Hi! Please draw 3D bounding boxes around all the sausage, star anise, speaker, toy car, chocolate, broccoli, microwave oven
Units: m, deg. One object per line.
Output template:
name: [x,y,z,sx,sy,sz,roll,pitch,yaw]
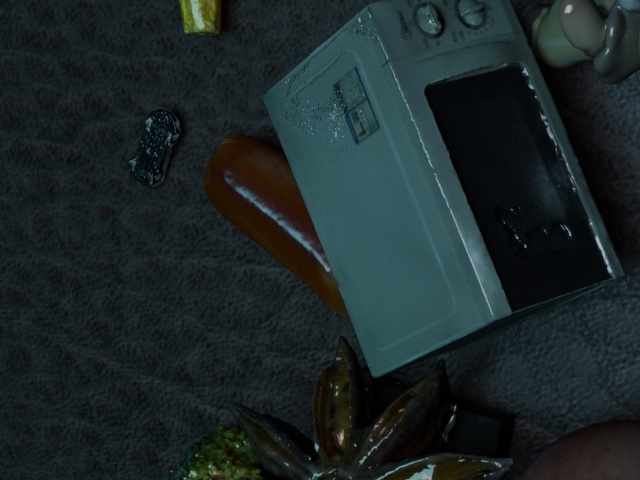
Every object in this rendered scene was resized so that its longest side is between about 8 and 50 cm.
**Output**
sausage: [0.000,0.000,1.673,0.300,0.089,0.083,42,143,18]
star anise: [0.032,0.254,1.586,0.331,0.117,0.332,-11,62,21]
speaker: [0.100,0.171,1.663,0.191,0.040,0.046,15,101,28]
toy car: [-0.177,-0.101,1.796,0.041,0.025,0.093,35,115,20]
chocolate: [-0.130,-0.322,1.714,0.085,0.085,0.219,-1,97,30]
broccoli: [-0.071,0.296,1.736,0.194,0.194,0.220,-26,59,30]
microwave oven: [0.114,-0.058,1.519,0.237,0.181,0.295,-34,76,56]

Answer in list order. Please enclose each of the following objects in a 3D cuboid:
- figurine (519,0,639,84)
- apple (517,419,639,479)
figurine: [0.330,-0.174,1.408,0.380,0.203,0.248,23,84,42]
apple: [0.286,0.309,1.459,0.305,0.235,0.306,5,100,30]
